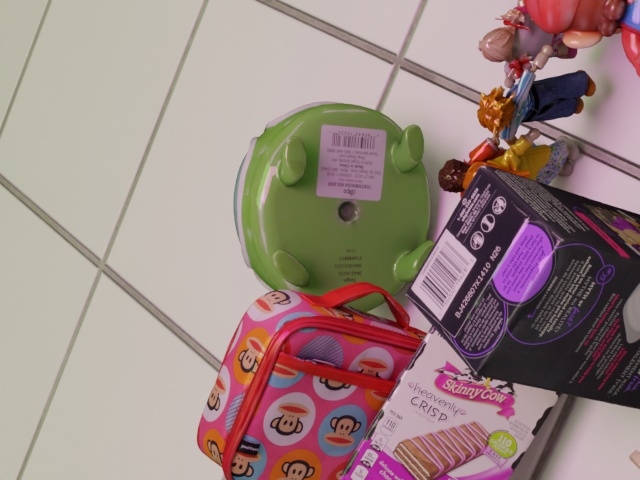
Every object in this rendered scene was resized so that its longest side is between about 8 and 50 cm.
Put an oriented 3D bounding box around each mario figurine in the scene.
[{"bbox_3d":[0.361,-0.249,1.597,0.321,0.170,0.198,22,69,23],"label":"mario figurine"}]

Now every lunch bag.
[{"bbox_3d":[0.025,0.173,1.776,0.120,0.293,0.258,36,107,54],"label":"lunch bag"}]

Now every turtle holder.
[{"bbox_3d":[0.014,-0.014,1.933,0.227,0.243,0.320,12,128,66],"label":"turtle holder"}]

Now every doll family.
[{"bbox_3d":[0.223,-0.127,1.699,0.118,0.163,0.263,40,130,36],"label":"doll family"}]

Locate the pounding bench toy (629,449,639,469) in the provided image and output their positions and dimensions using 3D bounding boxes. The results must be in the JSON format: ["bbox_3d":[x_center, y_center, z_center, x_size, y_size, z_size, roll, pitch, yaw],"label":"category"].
[{"bbox_3d":[0.352,0.202,1.534,0.052,0.083,0.065,44,113,48],"label":"pounding bench toy"}]

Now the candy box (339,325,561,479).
[{"bbox_3d":[0.148,0.201,1.692,0.159,0.071,0.233,31,92,5],"label":"candy box"}]

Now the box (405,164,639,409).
[{"bbox_3d":[0.250,0.052,1.556,0.165,0.270,0.143,-59,41,18],"label":"box"}]
